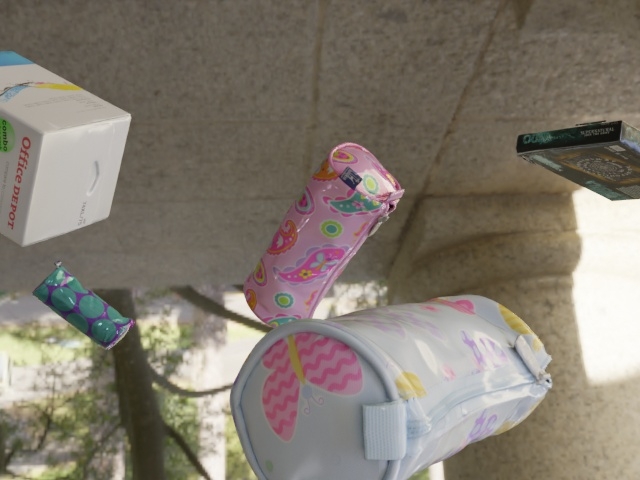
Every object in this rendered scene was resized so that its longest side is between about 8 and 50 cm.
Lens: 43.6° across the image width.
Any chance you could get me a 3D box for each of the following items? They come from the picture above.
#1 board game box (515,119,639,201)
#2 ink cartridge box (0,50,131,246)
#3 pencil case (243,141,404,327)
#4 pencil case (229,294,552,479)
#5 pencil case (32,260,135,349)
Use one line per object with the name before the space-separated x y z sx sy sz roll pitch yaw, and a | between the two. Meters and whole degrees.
board game box | 0.317 -0.081 0.858 0.186 0.026 0.126 17 169 -36
ink cartridge box | -0.481 -0.154 1.274 0.270 0.198 0.197 28 -154 18
pencil case | 0.000 0.000 1.116 0.124 0.124 0.284 11 129 -34
pencil case | 0.063 0.101 0.543 0.124 0.113 0.273 17 -172 32
pencil case | -0.366 0.103 1.240 0.152 0.070 0.064 39 117 -4
